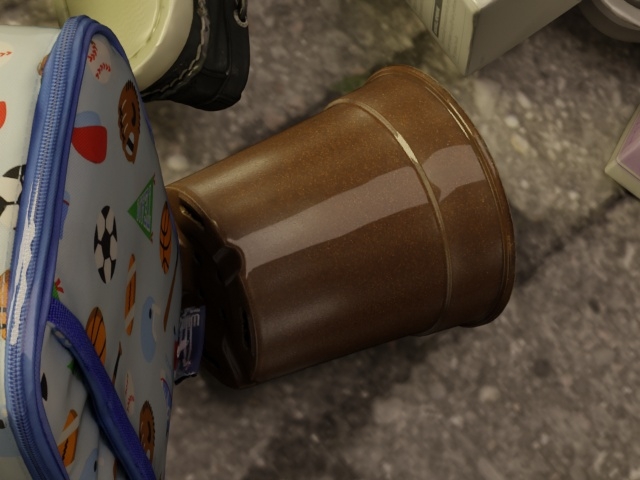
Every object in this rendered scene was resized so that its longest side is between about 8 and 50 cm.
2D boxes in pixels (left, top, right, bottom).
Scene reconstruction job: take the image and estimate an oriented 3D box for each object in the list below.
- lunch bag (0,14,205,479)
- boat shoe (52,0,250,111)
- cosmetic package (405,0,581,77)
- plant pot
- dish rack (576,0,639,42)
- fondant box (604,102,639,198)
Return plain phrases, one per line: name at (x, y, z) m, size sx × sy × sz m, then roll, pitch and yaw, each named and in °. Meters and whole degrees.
lunch bag at (-0.137, 0.051, 0.968) m, size 0.115 × 0.303 × 0.243 m, roll -2°, pitch 60°, yaw 7°
boat shoe at (-0.107, -0.220, 1.226) m, size 0.113 × 0.127 × 0.340 m, roll 24°, pitch 37°, yaw -44°
cosmetic package at (0.123, -0.272, 1.291) m, size 0.224 × 0.138 × 0.224 m, roll -34°, pitch 78°, yaw -7°
plant pot at (0.000, 0.000, 1.140) m, size 0.165 × 0.167 × 0.167 m, roll -21°, pitch 75°, yaw -26°
dish rack at (0.276, -0.279, 1.467) m, size 0.286 × 0.072 × 0.332 m, roll 2°, pitch 64°, yaw -26°
fondant box at (0.390, -0.029, 1.290) m, size 0.330 × 0.238 × 0.096 m, roll 37°, pitch 56°, yaw -4°
